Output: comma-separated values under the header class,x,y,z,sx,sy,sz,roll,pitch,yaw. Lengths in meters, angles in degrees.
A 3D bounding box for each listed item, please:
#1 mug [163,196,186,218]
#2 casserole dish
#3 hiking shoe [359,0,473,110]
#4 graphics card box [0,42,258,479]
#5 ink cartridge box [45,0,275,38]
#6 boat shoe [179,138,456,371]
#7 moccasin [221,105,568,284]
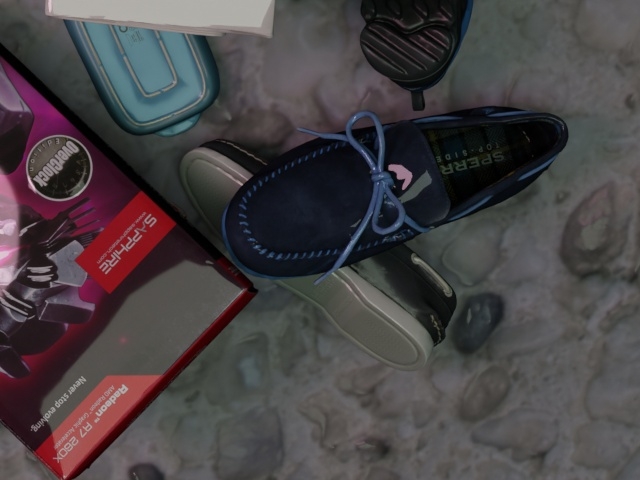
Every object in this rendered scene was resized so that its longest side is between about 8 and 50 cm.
class,x,y,z,sx,sy,sz,roll,pitch,yaw
mug,-0.214,0.027,1.252,0.150,0.113,0.169,21,99,-41
casserole dish,-0.165,-0.181,1.243,0.114,0.037,0.188,-24,107,-2
hiking shoe,0.095,-0.280,1.222,0.113,0.132,0.304,13,83,10
graphics card box,-0.265,-0.002,1.167,0.371,0.094,0.233,44,92,1
ink cartridge box,-0.114,-0.278,1.008,0.168,0.171,0.232,3,103,-9
boat shoe,0.000,0.000,1.295,0.302,0.114,0.091,43,55,-11
moccasin,0.071,-0.067,1.215,0.342,0.117,0.137,-24,89,-27
